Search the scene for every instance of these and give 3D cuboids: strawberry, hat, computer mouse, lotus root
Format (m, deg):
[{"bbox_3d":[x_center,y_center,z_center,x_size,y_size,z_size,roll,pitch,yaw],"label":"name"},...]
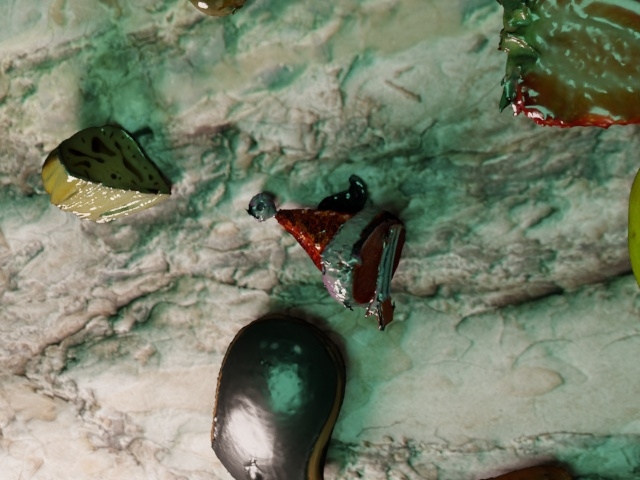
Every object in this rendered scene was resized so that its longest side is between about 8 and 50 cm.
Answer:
[{"bbox_3d":[0.293,-0.201,0.977,0.228,0.098,0.174,-1,100,11],"label":"strawberry"},{"bbox_3d":[0.002,0.001,1.213,0.227,0.129,0.140,25,142,30],"label":"hat"},{"bbox_3d":[-0.066,0.248,1.353,0.183,0.116,0.323,22,123,17],"label":"computer mouse"},{"bbox_3d":[-0.299,-0.091,1.295,0.135,0.095,0.159,-24,145,37],"label":"lotus root"}]

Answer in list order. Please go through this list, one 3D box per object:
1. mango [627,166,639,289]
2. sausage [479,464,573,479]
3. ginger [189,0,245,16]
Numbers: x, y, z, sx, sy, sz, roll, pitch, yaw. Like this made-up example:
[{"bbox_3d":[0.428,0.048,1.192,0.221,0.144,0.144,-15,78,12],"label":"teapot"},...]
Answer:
[{"bbox_3d":[0.411,0.003,1.008,0.175,0.143,0.293,-6,124,19],"label":"mango"},{"bbox_3d":[0.200,0.388,1.320,0.330,0.102,0.102,-33,100,32],"label":"sausage"},{"bbox_3d":[-0.166,-0.336,1.107,0.104,0.080,0.204,-37,96,28],"label":"ginger"}]
